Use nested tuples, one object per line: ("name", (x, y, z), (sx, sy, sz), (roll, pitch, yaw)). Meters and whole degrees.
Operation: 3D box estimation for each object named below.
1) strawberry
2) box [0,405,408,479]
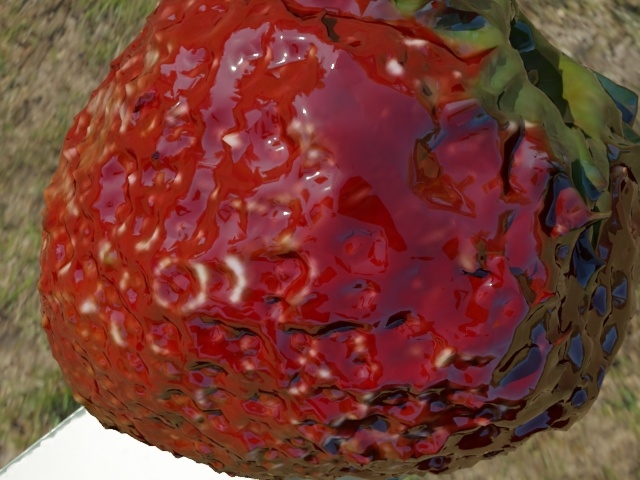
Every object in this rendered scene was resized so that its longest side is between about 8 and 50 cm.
("strawberry", (0.000, 0.000, 0.717), (0.277, 0.257, 0.257), (-38, 106, 26))
("box", (-0.081, 0.162, 1.097), (0.225, 0.225, 0.117), (-37, 69, 2))
